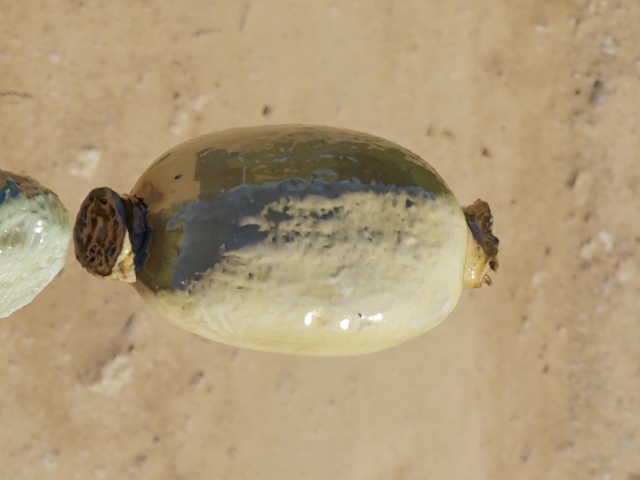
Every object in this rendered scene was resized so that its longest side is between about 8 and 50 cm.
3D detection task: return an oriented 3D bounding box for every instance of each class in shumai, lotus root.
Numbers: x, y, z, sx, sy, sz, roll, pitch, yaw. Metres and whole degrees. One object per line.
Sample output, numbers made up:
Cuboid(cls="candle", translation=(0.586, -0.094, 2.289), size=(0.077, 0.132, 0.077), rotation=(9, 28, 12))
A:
Cuboid(cls="shumai", translation=(-0.401, -0.041, 1.467), size=(0.309, 0.263, 0.304), rotation=(-34, 172, 28))
Cuboid(cls="lotus root", translation=(0.000, 0.000, 0.488), size=(0.150, 0.073, 0.062), rotation=(1, 144, -31))
